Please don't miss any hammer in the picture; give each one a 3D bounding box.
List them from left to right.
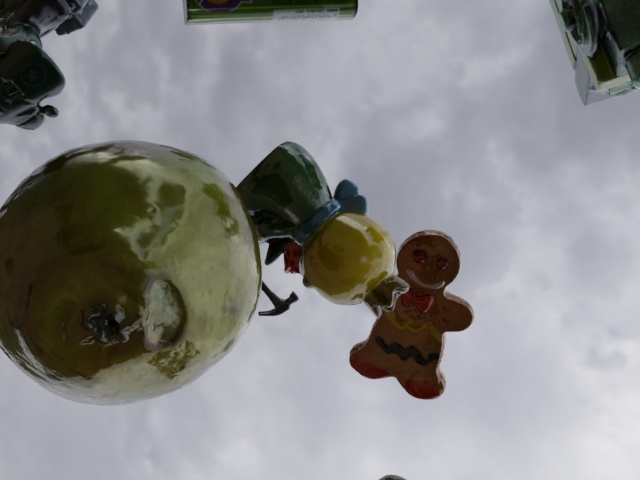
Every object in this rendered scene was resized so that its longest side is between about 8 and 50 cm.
[{"bbox_3d":[-0.130,0.062,1.694,0.078,0.201,0.021,-40,-162,3],"label":"hammer"}]

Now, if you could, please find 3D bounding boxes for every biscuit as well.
[{"bbox_3d":[0.129,0.102,1.288,0.166,0.036,0.250,19,-67,7],"label":"biscuit"}]

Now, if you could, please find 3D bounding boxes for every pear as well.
[{"bbox_3d":[-0.186,0.028,0.878,0.321,0.269,0.269,-82,-170,-71],"label":"pear"}]

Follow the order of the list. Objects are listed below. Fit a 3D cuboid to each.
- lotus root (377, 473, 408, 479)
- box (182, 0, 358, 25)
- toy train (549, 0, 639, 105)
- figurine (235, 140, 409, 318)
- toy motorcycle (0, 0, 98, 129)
[{"bbox_3d":[0.118,0.389,1.277,0.088,0.088,0.165,0,-54,46],"label":"lotus root"},{"bbox_3d":[-0.100,-0.499,1.829,0.097,0.346,0.134,-178,-98,-78],"label":"box"},{"bbox_3d":[0.319,-0.336,1.075,0.160,0.253,0.397,-18,-106,6],"label":"toy train"},{"bbox_3d":[-0.009,0.009,1.112,0.234,0.127,0.185,45,-51,-3],"label":"figurine"},{"bbox_3d":[-0.335,-0.223,1.019,0.187,0.124,0.274,-1,-128,32],"label":"toy motorcycle"}]
